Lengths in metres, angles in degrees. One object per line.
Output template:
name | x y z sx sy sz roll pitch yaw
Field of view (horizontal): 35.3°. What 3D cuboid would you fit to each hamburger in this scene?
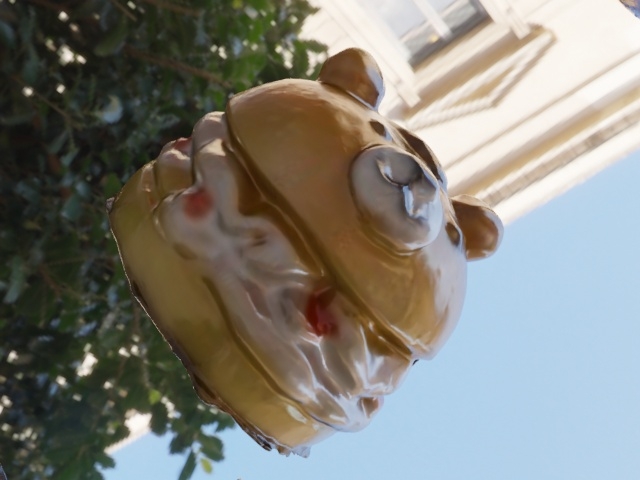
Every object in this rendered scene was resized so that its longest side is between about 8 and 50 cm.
hamburger | 0.000 0.000 0.762 0.237 0.276 0.276 -37 -134 8

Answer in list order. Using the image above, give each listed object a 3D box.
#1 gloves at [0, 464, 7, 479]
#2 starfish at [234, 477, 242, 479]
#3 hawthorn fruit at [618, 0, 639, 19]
gloves | -0.300 0.187 0.643 0.219 0.131 0.140 -21 -107 41
starfish | -0.064 0.530 1.281 0.132 0.398 0.384 21 -100 31
hawthorn fruit | 0.455 -0.367 1.297 0.262 0.210 0.210 3 -125 -8
